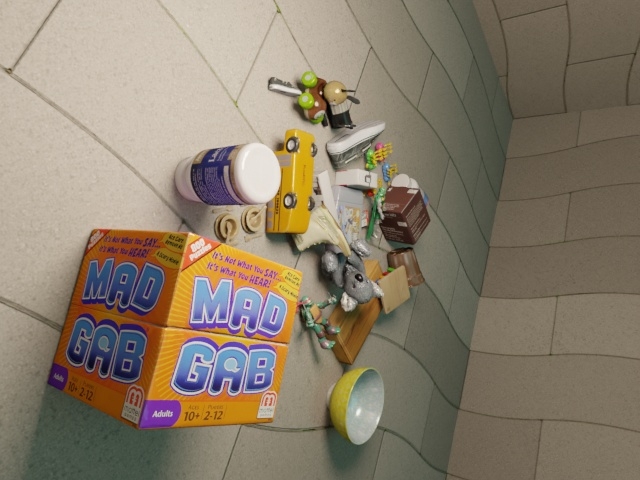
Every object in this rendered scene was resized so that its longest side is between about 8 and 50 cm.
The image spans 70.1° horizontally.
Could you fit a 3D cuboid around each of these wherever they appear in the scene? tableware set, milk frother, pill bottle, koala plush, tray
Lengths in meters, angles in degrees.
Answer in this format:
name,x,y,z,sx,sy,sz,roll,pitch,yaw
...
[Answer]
name,x,y,z,sx,sy,sz,roll,pitch,yaw
tableware set,-0.238,-0.052,1.395,0.194,0.039,0.128,-24,111,-50
milk frother,0.075,-0.485,1.699,0.129,0.143,0.135,-40,125,-36
pill bottle,-0.247,-0.166,1.190,0.153,0.264,0.153,-2,93,-54
koala plush,0.124,0.148,1.703,0.196,0.221,0.203,-22,150,-21
pill bottle,0.428,-0.225,2.201,0.221,0.124,0.124,37,63,-46
tray,0.165,0.293,1.923,0.411,0.076,0.203,-53,131,-36

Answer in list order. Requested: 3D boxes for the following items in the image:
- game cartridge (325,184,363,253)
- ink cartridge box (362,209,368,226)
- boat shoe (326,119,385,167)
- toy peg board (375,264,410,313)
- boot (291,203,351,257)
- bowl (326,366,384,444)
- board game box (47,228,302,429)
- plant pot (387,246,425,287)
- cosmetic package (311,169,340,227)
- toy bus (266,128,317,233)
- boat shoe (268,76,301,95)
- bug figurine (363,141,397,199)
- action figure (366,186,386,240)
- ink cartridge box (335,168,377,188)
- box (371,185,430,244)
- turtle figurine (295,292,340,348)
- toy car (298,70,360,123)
name,x,y,z,sx,sy,sz,roll,pitch,yaw
game cartridge,0.094,-0.064,1.820,0.198,0.062,0.297,2,92,-57
ink cartridge box,0.184,-0.095,1.961,0.115,0.029,0.063,-18,107,-51
boat shoe,0.145,-0.391,1.841,0.335,0.121,0.119,-34,127,-35
toy peg board,0.299,0.207,1.992,0.160,0.079,0.161,-28,114,-32
boot,0.000,0.000,1.605,0.165,0.077,0.213,-32,107,2
bowl,0.117,0.637,1.810,0.289,0.156,0.289,-4,96,-52
board game box,-0.315,0.194,1.044,0.356,0.356,0.356,25,72,-51
plant pot,0.394,0.126,2.157,0.167,0.167,0.165,-27,106,-49
cosmetic package,-0.003,-0.130,1.655,0.060,0.099,0.239,-35,119,-44
toy bus,-0.097,-0.188,1.499,0.108,0.130,0.333,3,90,-52
boat shoe,-0.115,-0.513,1.525,0.142,0.049,0.040,-5,95,-51
bug figurine,0.254,-0.313,2.004,0.279,0.072,0.216,-42,130,-50
action figure,0.247,-0.123,1.946,0.137,0.063,0.232,-65,163,-53
ink cartridge box,0.146,-0.244,1.836,0.150,0.109,0.063,2,89,-53
box,0.370,-0.116,2.077,0.167,0.168,0.203,-51,130,-26
turtle figurine,-0.009,0.271,1.654,0.175,0.118,0.234,-46,121,-36
toy car,0.039,-0.492,1.579,0.155,0.188,0.149,29,67,-73
